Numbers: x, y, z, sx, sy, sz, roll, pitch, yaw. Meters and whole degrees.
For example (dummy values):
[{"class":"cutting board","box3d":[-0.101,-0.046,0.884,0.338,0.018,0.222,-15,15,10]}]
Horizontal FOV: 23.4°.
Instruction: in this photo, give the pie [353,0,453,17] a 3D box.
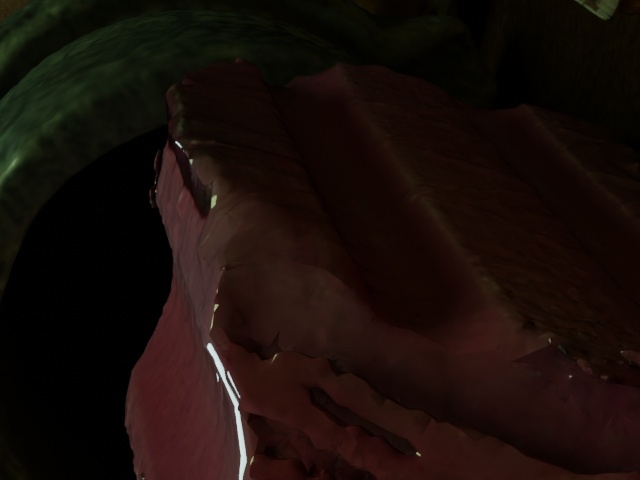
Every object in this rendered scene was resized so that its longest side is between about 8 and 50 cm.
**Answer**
[{"class":"pie","box3d":[0.050,-0.228,0.839,0.274,0.105,0.257,108,175,-52]}]

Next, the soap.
[{"class":"soap","box3d":[0.035,0.028,0.440,0.289,0.182,0.112,-120,39,-69]}]

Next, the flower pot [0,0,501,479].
[{"class":"flower pot","box3d":[-0.036,0.002,0.722,0.283,0.299,0.299,-130,47,-72]}]

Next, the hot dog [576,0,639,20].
[{"class":"hot dog","box3d":[0.113,-0.159,0.486,0.108,0.059,0.191,-96,18,-49]}]
